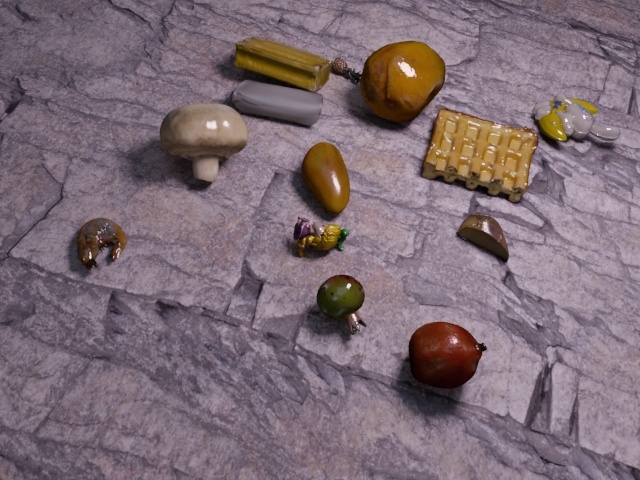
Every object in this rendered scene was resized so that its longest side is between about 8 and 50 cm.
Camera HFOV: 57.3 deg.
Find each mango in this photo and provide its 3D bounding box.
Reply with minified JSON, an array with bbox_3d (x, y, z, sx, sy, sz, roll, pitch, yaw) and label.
[{"bbox_3d":[0.017,-0.191,1.797,0.139,0.113,0.253,-7,63,-15],"label":"mango"}]

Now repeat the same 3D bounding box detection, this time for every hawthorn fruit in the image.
[{"bbox_3d":[0.314,0.279,1.448,0.188,0.169,0.168,-24,49,29],"label":"hawthorn fruit"}]

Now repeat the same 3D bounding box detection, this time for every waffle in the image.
[{"bbox_3d":[0.529,-0.292,1.939,0.349,0.077,0.304,18,54,7],"label":"waffle"}]

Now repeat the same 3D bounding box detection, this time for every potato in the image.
[{"bbox_3d":[0.507,-0.030,1.743,0.172,0.089,0.100,32,56,18],"label":"potato"}]

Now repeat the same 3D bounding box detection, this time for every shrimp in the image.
[{"bbox_3d":[-0.610,0.007,1.630,0.133,0.051,0.187,-2,52,-7],"label":"shrimp"}]

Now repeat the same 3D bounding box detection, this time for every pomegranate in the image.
[{"bbox_3d":[0.069,0.161,1.545,0.159,0.129,0.129,35,59,10],"label":"pomegranate"}]

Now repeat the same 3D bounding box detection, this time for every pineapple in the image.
[{"bbox_3d":[0.097,-0.615,2.140,0.124,0.058,0.058,41,61,16],"label":"pineapple"}]

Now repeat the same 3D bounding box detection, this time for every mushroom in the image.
[{"bbox_3d":[-0.353,-0.291,1.774,0.260,0.254,0.234,-5,89,29],"label":"mushroom"}]

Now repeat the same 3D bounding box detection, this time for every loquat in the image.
[{"bbox_3d":[0.274,-0.544,1.970,0.276,0.276,0.284,40,71,21],"label":"loquat"}]

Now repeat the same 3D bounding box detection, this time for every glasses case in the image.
[{"bbox_3d":[-0.141,-0.472,1.997,0.309,0.083,0.128,12,49,3],"label":"glasses case"}]

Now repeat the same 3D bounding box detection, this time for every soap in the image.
[{"bbox_3d":[-0.130,-0.626,2.064,0.315,0.091,0.199,19,29,8],"label":"soap"}]

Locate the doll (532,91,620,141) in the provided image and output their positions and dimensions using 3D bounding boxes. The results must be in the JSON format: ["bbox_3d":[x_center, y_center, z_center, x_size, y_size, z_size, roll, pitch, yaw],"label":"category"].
[{"bbox_3d":[0.878,-0.425,2.046,0.238,0.111,0.252,-9,47,-13],"label":"doll"}]

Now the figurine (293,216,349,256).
[{"bbox_3d":[0.000,0.000,1.688,0.157,0.114,0.095,9,18,-23],"label":"figurine"}]
